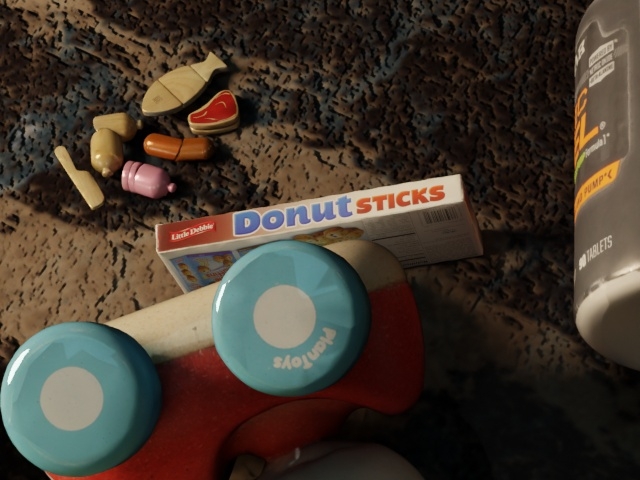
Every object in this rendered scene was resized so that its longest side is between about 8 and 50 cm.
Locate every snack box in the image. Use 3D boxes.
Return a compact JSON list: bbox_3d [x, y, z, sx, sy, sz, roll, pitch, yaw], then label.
[{"bbox_3d":[0.000,0.000,1.064,0.178,0.064,0.022,-9,60,11],"label":"snack box"}]

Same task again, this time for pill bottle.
[{"bbox_3d":[0.202,-0.060,1.001,0.130,0.130,0.245,-4,59,15],"label":"pill bottle"}]

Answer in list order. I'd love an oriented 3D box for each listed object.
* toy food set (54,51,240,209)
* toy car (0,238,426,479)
[{"bbox_3d":[-0.099,-0.062,1.159,0.122,0.019,0.078,-29,57,-11],"label":"toy food set"},{"bbox_3d":[-0.024,0.135,0.945,0.210,0.219,0.238,-21,85,4],"label":"toy car"}]
